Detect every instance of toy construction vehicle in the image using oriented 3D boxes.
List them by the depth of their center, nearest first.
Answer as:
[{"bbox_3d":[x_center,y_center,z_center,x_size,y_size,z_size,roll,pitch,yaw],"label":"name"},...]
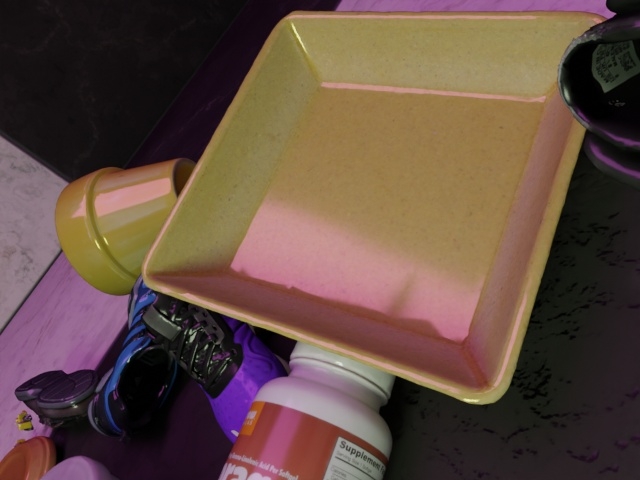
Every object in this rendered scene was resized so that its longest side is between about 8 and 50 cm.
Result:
[{"bbox_3d":[-0.584,0.379,1.078,0.098,0.035,0.086,1,98,55],"label":"toy construction vehicle"}]

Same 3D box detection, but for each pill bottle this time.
[{"bbox_3d":[-0.016,0.188,0.434,0.121,0.121,0.216,-13,45,49],"label":"pill bottle"}]

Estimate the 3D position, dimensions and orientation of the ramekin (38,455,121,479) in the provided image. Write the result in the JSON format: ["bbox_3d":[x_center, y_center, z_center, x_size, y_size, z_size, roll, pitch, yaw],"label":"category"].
[{"bbox_3d":[-0.260,0.375,0.559,0.273,0.127,0.273,-36,30,25],"label":"ramekin"}]

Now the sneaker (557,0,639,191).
[{"bbox_3d":[0.246,-0.171,0.330,0.257,0.169,0.447,-10,36,-1],"label":"sneaker"}]

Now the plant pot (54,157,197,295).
[{"bbox_3d":[-0.336,-0.045,1.086,0.239,0.254,0.254,-21,36,18],"label":"plant pot"}]

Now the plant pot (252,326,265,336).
[{"bbox_3d":[-0.103,0.069,0.806,0.236,0.032,0.236,-35,32,26],"label":"plant pot"}]

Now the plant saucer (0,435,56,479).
[{"bbox_3d":[-0.536,0.438,0.956,0.200,0.037,0.200,-28,41,28],"label":"plant saucer"}]

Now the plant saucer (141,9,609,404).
[{"bbox_3d":[0.048,-0.056,0.495,0.332,0.081,0.333,14,69,30],"label":"plant saucer"}]

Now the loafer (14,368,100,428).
[{"bbox_3d":[-0.479,0.305,1.035,0.302,0.095,0.109,-10,16,46],"label":"loafer"}]

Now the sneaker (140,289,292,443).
[{"bbox_3d":[-0.134,0.118,0.626,0.102,0.146,0.293,-48,43,8],"label":"sneaker"}]

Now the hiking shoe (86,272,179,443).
[{"bbox_3d":[-0.239,0.148,0.831,0.132,0.113,0.304,-17,53,51],"label":"hiking shoe"}]
